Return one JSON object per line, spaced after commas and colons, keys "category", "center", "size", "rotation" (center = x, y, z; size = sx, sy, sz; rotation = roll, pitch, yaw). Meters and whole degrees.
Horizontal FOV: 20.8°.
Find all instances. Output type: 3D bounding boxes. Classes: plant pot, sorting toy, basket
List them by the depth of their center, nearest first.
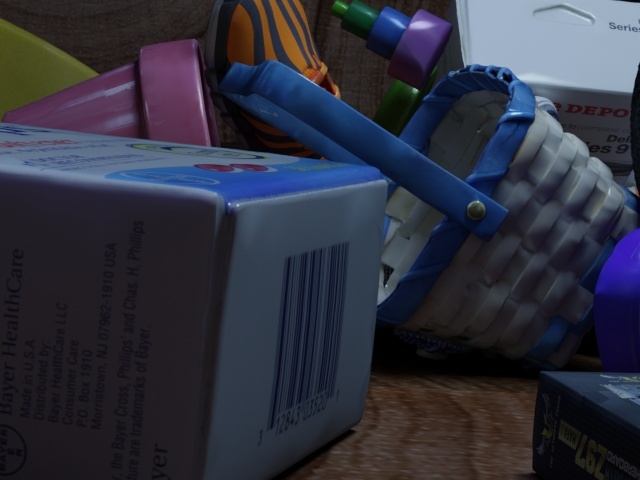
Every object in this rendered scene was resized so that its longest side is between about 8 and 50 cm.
{"category": "basket", "center": [0.065, -0.038, 1.211], "size": [0.289, 0.201, 0.255], "rotation": [36, 1, -10]}
{"category": "plant pot", "center": [-0.179, -0.065, 1.541], "size": [0.180, 0.201, 0.201], "rotation": [-11, 7, -1]}
{"category": "sorting toy", "center": [0.028, -0.125, 1.684], "size": [0.126, 0.127, 0.365], "rotation": [28, -26, 6]}
{"category": "plant pot", "center": [-0.321, -0.115, 1.793], "size": [0.187, 0.212, 0.212], "rotation": [15, 2, -24]}

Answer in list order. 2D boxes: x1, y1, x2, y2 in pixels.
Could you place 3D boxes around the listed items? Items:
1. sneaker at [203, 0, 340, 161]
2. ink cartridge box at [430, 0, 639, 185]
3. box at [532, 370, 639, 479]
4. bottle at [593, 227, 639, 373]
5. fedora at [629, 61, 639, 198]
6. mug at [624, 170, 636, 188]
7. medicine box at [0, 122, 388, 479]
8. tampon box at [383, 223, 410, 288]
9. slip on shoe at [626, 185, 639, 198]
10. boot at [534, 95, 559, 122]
{"category": "sneaker", "center": [0.016, -0.098, 1.544], "size": [0.180, 0.321, 0.124], "rotation": [20, 55, 33]}
{"category": "ink cartridge box", "center": [0.206, -0.112, 1.778], "size": [0.211, 0.122, 0.289], "rotation": [4, -35, -9]}
{"category": "box", "center": [0.239, 0.107, 0.831], "size": [0.232, 0.059, 0.183], "rotation": [3, 7, -13]}
{"category": "bottle", "center": [0.303, 0.063, 1.015], "size": [0.282, 0.118, 0.092], "rotation": [10, 45, 32]}
{"category": "fedora", "center": [0.299, -0.091, 1.128], "size": [0.152, 0.334, 0.334], "rotation": [7, 6, -15]}
{"category": "mug", "center": [0.511, -0.144, 1.995], "size": [0.328, 0.374, 0.276], "rotation": [16, 48, 26]}
{"category": "medicine box", "center": [-0.142, 0.025, 0.864], "size": [0.289, 0.149, 0.263], "rotation": [8, 7, 16]}
{"category": "tampon box", "center": [0.000, 0.000, 1.400], "size": [0.161, 0.101, 0.120], "rotation": [2, 6, -22]}
{"category": "slip on shoe", "center": [0.241, 0.027, 1.419], "size": [0.101, 0.123, 0.331], "rotation": [-26, 4, 15]}
{"category": "boot", "center": [0.195, -0.040, 1.605], "size": [0.086, 0.190, 0.069], "rotation": [16, -10, 44]}
